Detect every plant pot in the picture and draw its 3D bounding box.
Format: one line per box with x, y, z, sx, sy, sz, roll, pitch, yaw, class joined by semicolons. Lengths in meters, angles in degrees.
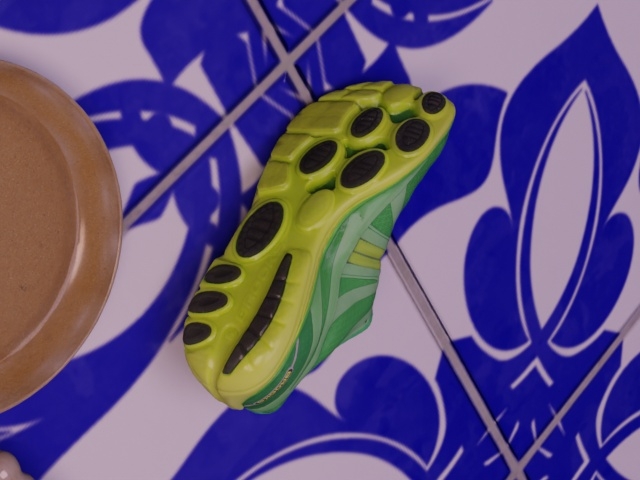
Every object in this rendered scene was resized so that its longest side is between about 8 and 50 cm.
-0.232;0.001;0.900;0.236;0.032;0.236;-12;109;-39;plant pot

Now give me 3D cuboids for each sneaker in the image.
0.000;0.000;1.076;0.295;0.109;0.123;-54;153;-19;sneaker

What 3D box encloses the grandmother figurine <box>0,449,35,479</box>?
-0.228;0.245;0.928;0.342;0.104;0.207;31;89;-40;grandmother figurine
